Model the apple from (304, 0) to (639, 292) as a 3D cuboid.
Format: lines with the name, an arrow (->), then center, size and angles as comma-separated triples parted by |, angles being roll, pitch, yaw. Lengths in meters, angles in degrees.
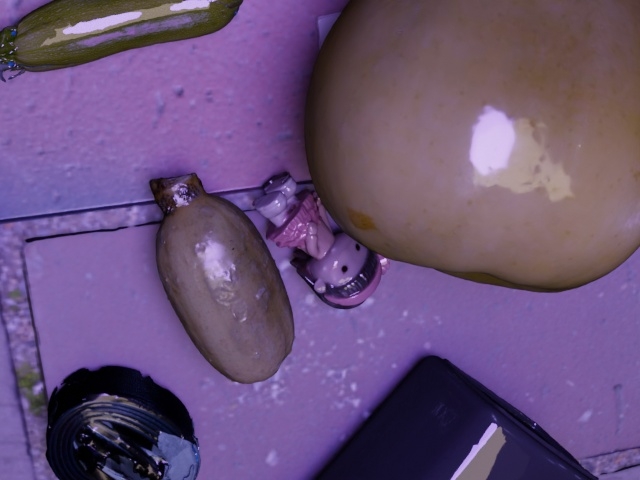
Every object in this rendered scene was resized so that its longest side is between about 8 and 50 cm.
apple -> 0.120, -0.083, 0.626 | 0.262, 0.262, 0.262 | -6, 113, -14

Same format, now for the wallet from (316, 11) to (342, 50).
wallet -> 0.022, -0.134, 0.709 | 0.044, 0.011, 0.083 | -13, 115, -11

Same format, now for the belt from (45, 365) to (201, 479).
belt -> -0.161, 0.165, 0.751 | 0.140, 0.058, 0.105 | 37, 101, -27

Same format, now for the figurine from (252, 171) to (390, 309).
figurine -> 0.000, 0.000, 0.738 | 0.129, 0.072, 0.054 | 45, 138, -20

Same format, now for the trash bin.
trash bin -> 0.085, 0.266, 0.804 | 0.209, 0.182, 0.290 | 37, 92, -25

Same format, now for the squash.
squash -> -0.141, -0.150, 0.633 | 0.183, 0.052, 0.052 | -18, 116, -7

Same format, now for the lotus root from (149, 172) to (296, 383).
lotus root -> -0.073, 0.028, 0.705 | 0.077, 0.090, 0.183 | -13, 115, 19
